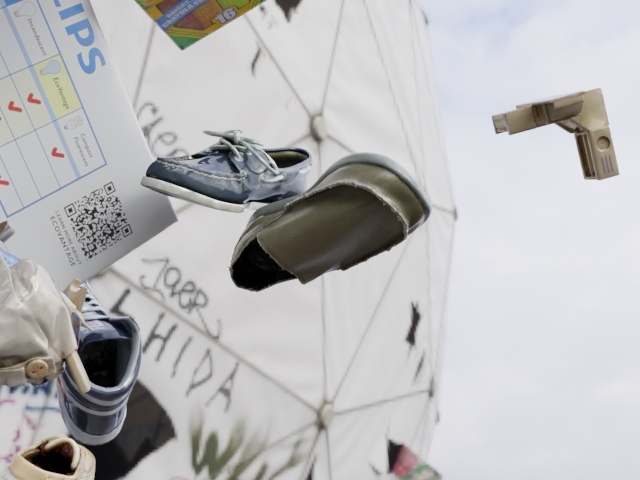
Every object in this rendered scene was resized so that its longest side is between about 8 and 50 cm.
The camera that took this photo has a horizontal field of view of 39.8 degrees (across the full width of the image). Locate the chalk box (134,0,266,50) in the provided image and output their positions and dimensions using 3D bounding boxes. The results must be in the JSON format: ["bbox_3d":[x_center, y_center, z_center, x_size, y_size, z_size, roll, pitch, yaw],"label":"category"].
[{"bbox_3d":[-0.140,-0.302,0.865,0.132,0.132,0.213,-28,-9,6],"label":"chalk box"}]

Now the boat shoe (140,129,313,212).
[{"bbox_3d":[-0.082,-0.070,0.894,0.095,0.079,0.254,25,11,30],"label":"boat shoe"}]

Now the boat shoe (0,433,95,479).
[{"bbox_3d":[-0.246,0.213,0.826,0.063,0.059,0.170,31,2,6],"label":"boat shoe"}]

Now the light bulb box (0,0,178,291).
[{"bbox_3d":[-0.385,-0.090,0.823,0.225,0.361,0.358,5,-58,44],"label":"light bulb box"}]

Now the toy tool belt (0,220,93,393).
[{"bbox_3d":[-0.122,0.031,0.363,0.052,0.083,0.051,-44,-54,-8],"label":"toy tool belt"}]

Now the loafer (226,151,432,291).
[{"bbox_3d":[0.000,0.000,0.793,0.094,0.087,0.251,45,-35,-14],"label":"loafer"}]

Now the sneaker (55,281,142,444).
[{"bbox_3d":[-0.295,0.091,1.062,0.099,0.282,0.153,-16,-24,-30],"label":"sneaker"}]

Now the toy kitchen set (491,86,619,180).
[{"bbox_3d":[0.194,-0.078,0.703,0.083,0.075,0.068,-15,6,-8],"label":"toy kitchen set"}]
